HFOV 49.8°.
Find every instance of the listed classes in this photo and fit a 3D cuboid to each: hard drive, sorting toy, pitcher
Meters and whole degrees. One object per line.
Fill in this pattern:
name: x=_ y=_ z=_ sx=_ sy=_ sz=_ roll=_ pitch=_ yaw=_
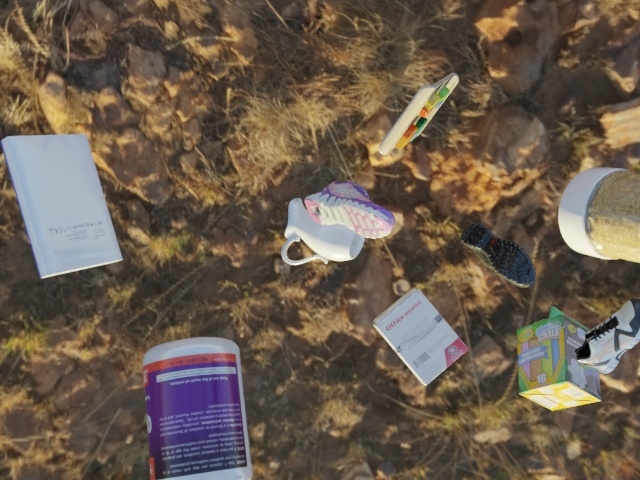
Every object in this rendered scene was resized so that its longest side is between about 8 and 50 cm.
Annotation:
hard drive: x=-0.595 y=-0.087 z=1.599 sx=0.210 sy=0.040 sz=0.318 roll=-15 pitch=88 yaw=-55
sorting toy: x=0.231 y=-0.285 z=1.567 sx=0.038 sy=0.208 sz=0.193 roll=42 pitch=123 yaw=10
pitcher: x=0.000 y=0.000 z=1.808 sx=0.125 sy=0.207 sz=0.177 roll=-3 pitch=111 yaw=-63

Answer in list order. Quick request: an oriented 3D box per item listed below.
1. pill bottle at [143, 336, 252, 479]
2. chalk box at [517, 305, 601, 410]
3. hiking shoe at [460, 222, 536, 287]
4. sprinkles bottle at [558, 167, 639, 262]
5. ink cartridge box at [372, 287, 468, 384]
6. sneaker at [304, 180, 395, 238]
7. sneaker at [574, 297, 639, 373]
pill bottle: x=-0.222 y=0.348 z=1.255 sx=0.182 sy=0.322 sz=0.181 roll=-8 pitch=162 yaw=-2
chalk box: x=0.539 y=0.258 z=1.572 sx=0.132 sy=0.213 sz=0.132 roll=29 pitch=141 yaw=-27
hiking shoe: x=0.445 y=0.042 z=1.667 sx=0.086 sy=0.227 sz=0.114 roll=-48 pitch=138 yaw=7
sprinkles bottle: x=0.445 y=-0.014 z=0.793 sx=0.121 sy=0.355 sz=0.121 roll=-5 pitch=101 yaw=-26
ink cartridge box: x=0.270 y=0.260 z=1.896 sx=0.159 sy=0.092 sz=0.218 roll=-40 pitch=92 yaw=-2
sneaker: x=0.076 y=-0.080 z=1.515 sx=0.104 sy=0.236 sz=0.095 roll=-44 pitch=131 yaw=-27
sneaker: x=0.329 y=0.108 z=0.781 sx=0.044 sy=0.040 sz=0.109 roll=16 pitch=124 yaw=-5
